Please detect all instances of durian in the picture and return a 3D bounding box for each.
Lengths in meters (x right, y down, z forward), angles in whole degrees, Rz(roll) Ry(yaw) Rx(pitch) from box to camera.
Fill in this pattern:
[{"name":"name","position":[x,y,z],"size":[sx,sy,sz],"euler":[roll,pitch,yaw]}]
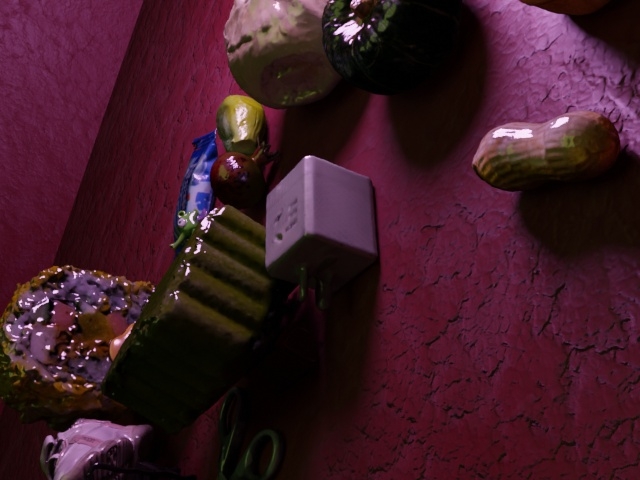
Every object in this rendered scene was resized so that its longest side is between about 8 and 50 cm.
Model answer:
[{"name":"durian","position":[-0.188,-0.261,1.817],"size":[0.139,0.101,0.250],"euler":[-62,30,18]}]

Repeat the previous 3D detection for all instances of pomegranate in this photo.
[{"name":"pomegranate","position":[-0.162,-0.140,1.682],"size":[0.159,0.129,0.129],"euler":[-44,38,26]}]

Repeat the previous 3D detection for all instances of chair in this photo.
[{"name":"chair","position":[-0.368,0.484,1.550],"size":[0.113,0.229,0.106],"euler":[-8,66,56]}]

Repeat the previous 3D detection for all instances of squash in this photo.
[{"name":"squash","position":[0.113,-0.356,1.280],"size":[0.252,0.165,0.252],"euler":[-35,47,48]}]

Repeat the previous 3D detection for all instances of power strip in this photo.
[{"name":"power strip","position":[0.000,0.000,1.289],"size":[0.140,0.139,0.224],"euler":[-40,40,42]}]

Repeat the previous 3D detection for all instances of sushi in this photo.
[{"name":"sushi","position":[-0.563,0.259,1.865],"size":[0.240,0.397,0.351],"euler":[-33,52,45]}]

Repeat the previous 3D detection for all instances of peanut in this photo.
[{"name":"peanut","position":[0.262,-0.106,0.951],"size":[0.207,0.087,0.087],"euler":[-6,68,58]}]

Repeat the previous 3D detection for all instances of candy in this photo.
[{"name":"candy","position":[-0.304,-0.108,1.958],"size":[0.187,0.077,0.331],"euler":[-10,67,61]}]

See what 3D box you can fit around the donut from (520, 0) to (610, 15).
[{"name":"donut","position":[0.321,-0.389,0.990],"size":[0.226,0.114,0.226],"euler":[-38,42,46]}]

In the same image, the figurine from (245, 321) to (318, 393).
[{"name":"figurine","position":[-0.071,0.194,1.372],"size":[0.154,0.082,0.098],"euler":[-42,27,43]}]

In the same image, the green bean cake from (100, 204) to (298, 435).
[{"name":"green bean cake","position":[-0.198,0.146,1.375],"size":[0.335,0.218,0.319],"euler":[-48,14,47]}]

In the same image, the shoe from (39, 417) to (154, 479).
[{"name":"shoe","position":[-0.486,0.471,1.647],"size":[0.351,0.198,0.171],"euler":[25,-109,-81]}]

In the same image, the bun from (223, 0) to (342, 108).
[{"name":"bun","position":[-0.055,-0.440,1.541],"size":[0.364,0.202,0.364],"euler":[-29,45,34]}]

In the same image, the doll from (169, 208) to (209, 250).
[{"name":"doll","position":[-0.283,0.011,1.823],"size":[0.115,0.050,0.190],"euler":[-30,70,10]}]

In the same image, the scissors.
[{"name":"scissors","position":[-0.182,0.475,1.433],"size":[0.256,0.029,0.383],"euler":[26,94,61]}]

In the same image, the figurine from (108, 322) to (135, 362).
[{"name":"figurine","position":[-0.320,0.223,1.704],"size":[0.257,0.181,0.208],"euler":[-36,4,44]}]
